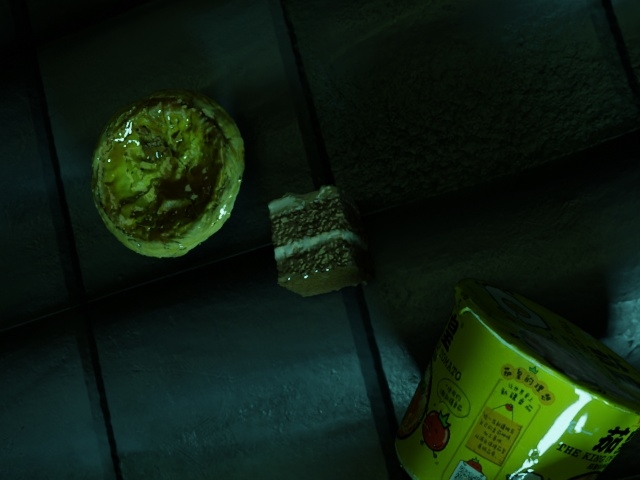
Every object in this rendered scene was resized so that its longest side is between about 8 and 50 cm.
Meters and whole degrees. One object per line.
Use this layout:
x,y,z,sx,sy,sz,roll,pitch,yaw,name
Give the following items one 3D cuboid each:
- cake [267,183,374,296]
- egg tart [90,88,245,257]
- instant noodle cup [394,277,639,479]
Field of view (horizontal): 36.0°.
0.000,0.000,1.566,0.135,0.134,0.147,-16,70,17,cake
-0.250,-0.111,1.671,0.290,0.115,0.290,-1,86,19,egg tart
0.267,0.239,1.362,0.325,0.325,0.254,35,105,19,instant noodle cup
